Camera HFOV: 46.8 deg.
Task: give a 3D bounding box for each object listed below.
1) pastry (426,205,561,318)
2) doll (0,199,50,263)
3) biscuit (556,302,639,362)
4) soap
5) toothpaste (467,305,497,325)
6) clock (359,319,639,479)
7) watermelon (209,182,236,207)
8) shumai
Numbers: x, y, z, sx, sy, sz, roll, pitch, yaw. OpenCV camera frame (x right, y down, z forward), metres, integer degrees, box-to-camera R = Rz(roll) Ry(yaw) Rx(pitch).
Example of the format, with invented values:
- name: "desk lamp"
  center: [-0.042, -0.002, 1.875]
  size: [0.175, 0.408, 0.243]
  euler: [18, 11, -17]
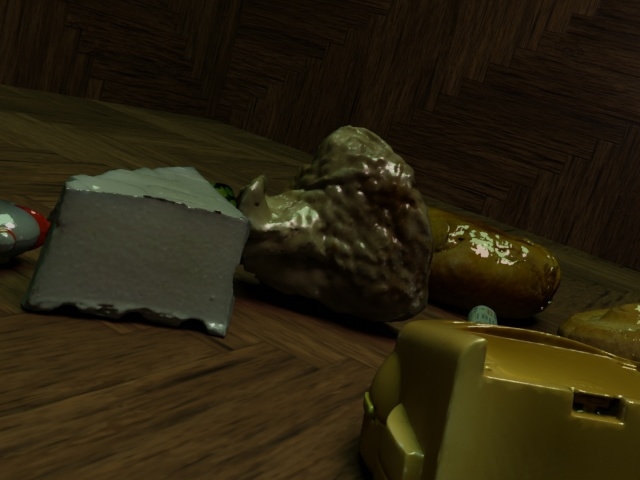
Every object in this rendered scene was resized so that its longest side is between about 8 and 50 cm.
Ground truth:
- name: "pastry"
  center: [0.301, 0.041, 1.451]
  size: [0.355, 0.164, 0.356]
  euler: [14, 10, -3]
- name: "doll"
  center: [-0.440, -0.017, 0.894]
  size: [0.244, 0.076, 0.142]
  euler: [6, 16, -29]
- name: "biscuit"
  center: [0.529, 0.155, 1.184]
  size: [0.296, 0.102, 0.296]
  euler: [-3, 0, 0]
- name: "soap"
  center: [-0.250, -0.014, 0.960]
  size: [0.257, 0.159, 0.302]
  euler: [8, 13, -28]
- name: "toothpaste"
  center: [0.251, 0.151, 1.145]
  size: [0.069, 0.047, 0.268]
  euler: [37, 16, 3]
- name: "clock"
  center: [0.163, 0.164, 0.644]
  size: [0.244, 0.200, 0.317]
  euler: [14, 3, -5]
- name: "watermelon"
  center: [-0.220, -0.088, 1.540]
  size: [0.086, 0.069, 0.163]
  euler: [24, 12, 29]
- name: "shumai"
  center: [0.000, 0.000, 1.073]
  size: [0.262, 0.267, 0.314]
  euler: [-16, 69, -37]
